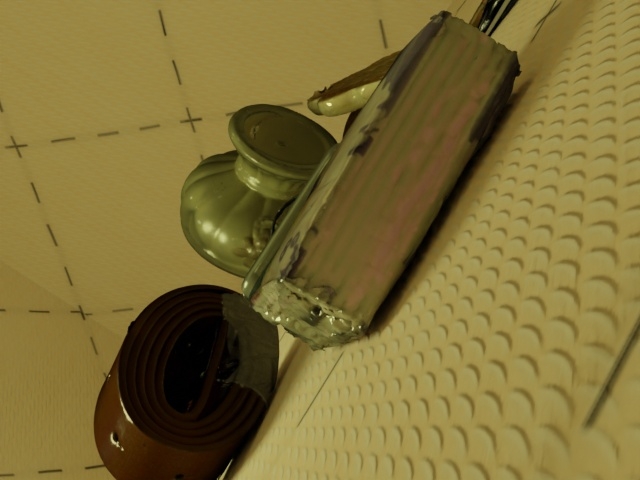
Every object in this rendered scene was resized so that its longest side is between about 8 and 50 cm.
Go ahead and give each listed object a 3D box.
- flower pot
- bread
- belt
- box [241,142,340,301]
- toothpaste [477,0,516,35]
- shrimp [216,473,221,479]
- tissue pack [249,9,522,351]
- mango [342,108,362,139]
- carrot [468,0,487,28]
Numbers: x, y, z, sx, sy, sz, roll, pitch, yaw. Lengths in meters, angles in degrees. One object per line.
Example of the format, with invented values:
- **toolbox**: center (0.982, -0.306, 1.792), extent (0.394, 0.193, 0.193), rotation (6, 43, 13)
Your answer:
- **flower pot**: center (-0.097, -0.094, 2.000), extent (0.307, 0.307, 0.244), rotation (-62, -5, -55)
- **bread**: center (0.124, -0.300, 1.979), extent (0.316, 0.054, 0.316), rotation (-23, 13, 6)
- **belt**: center (-0.177, 0.195, 1.479), extent (0.122, 0.217, 0.338), rotation (-61, 5, 33)
- **box**: center (0.000, 0.000, 1.355), extent (0.227, 0.130, 0.162), rotation (-56, -5, -5)
- **toothpaste**: center (0.277, -0.366, 1.684), extent (0.071, 0.045, 0.193), rotation (-59, -1, -36)
- **shrimp**: center (-0.141, 0.316, 1.143), extent (0.073, 0.075, 0.190), rotation (-5, -52, -53)
- **tissue pack**: center (0.061, -0.052, 1.161), extent (0.343, 0.125, 0.242), rotation (-58, 4, -14)
- **mango**: center (0.095, -0.192, 1.988), extent (0.147, 0.109, 0.227), rotation (-51, 7, 9)
- **carrot**: center (0.296, -0.418, 1.842), extent (0.254, 0.049, 0.049), rotation (-59, 3, 13)
